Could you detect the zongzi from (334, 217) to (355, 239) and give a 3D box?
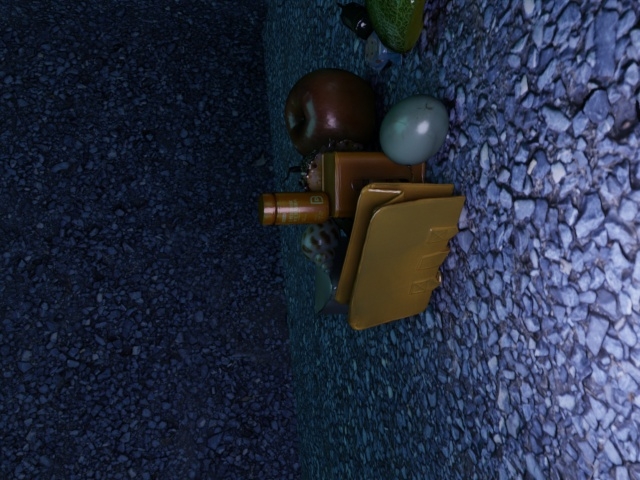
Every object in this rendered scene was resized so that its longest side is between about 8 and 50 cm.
[{"bbox_3d":[0.136,-0.092,2.063,0.323,0.160,0.361,41,153,57],"label":"zongzi"}]

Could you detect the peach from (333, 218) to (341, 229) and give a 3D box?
[{"bbox_3d":[0.066,-0.118,2.323,0.118,0.151,0.151,-2,90,62],"label":"peach"}]

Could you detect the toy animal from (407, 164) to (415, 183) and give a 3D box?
[{"bbox_3d":[0.261,-0.097,1.577,0.116,0.114,0.255,-112,15,-58],"label":"toy animal"}]

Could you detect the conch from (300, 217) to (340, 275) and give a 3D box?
[{"bbox_3d":[0.000,0.000,2.197,0.183,0.148,0.275,109,171,-61],"label":"conch"}]

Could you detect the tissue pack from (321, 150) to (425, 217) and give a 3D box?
[{"bbox_3d":[0.153,-0.166,1.673,0.145,0.274,0.195,-169,76,-74],"label":"tissue pack"}]

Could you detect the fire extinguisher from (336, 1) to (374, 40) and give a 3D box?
[{"bbox_3d":[0.129,-0.787,2.038,0.093,0.118,0.294,-49,31,16],"label":"fire extinguisher"}]

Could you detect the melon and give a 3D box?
[{"bbox_3d":[0.223,-0.682,1.524,0.331,0.226,0.344,39,119,49],"label":"melon"}]

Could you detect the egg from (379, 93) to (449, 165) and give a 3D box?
[{"bbox_3d":[0.246,-0.289,1.504,0.231,0.168,0.168,131,135,-64],"label":"egg"}]

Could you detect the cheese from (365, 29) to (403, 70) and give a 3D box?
[{"bbox_3d":[0.202,-0.618,1.847,0.244,0.052,0.135,-149,54,-63],"label":"cheese"}]

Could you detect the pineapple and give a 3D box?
[{"bbox_3d":[0.014,-0.210,1.858,0.271,0.262,0.263,-149,57,-64],"label":"pineapple"}]

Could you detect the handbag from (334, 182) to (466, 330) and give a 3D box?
[{"bbox_3d":[0.203,0.039,1.493,0.133,0.283,0.401,-119,31,-50],"label":"handbag"}]

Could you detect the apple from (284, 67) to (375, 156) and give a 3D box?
[{"bbox_3d":[0.045,-0.437,2.029,0.338,0.305,0.339,21,114,59],"label":"apple"}]

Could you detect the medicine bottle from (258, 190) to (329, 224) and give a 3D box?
[{"bbox_3d":[-0.077,-0.093,1.642,0.096,0.191,0.096,178,90,-73],"label":"medicine bottle"}]

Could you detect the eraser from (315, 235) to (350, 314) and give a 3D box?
[{"bbox_3d":[0.074,0.163,2.289,0.331,0.149,0.331,179,90,-78],"label":"eraser"}]
